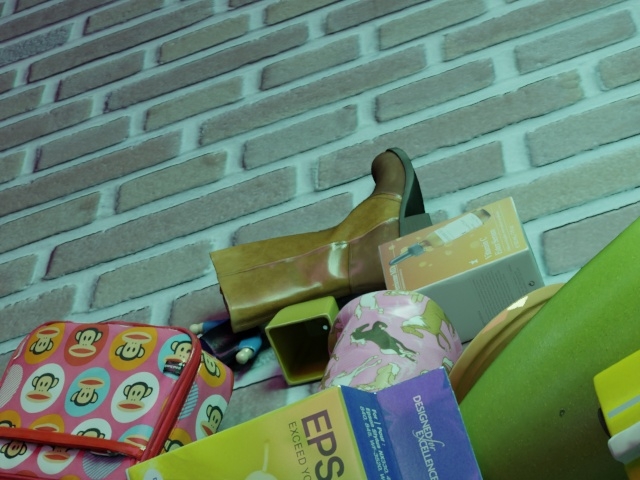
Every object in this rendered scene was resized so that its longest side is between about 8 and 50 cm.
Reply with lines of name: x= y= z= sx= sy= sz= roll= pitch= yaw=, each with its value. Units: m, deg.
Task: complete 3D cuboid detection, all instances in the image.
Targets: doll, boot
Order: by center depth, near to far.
doll: x=-0.130 y=0.134 z=2.154 sx=0.189 sy=0.046 sz=0.129 roll=-34 pitch=31 yaw=-16
boot: x=0.000 y=0.000 z=2.220 sx=0.280 sy=0.096 sz=0.264 roll=-16 pitch=42 yaw=2

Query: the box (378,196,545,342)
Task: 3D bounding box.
box: x=0.166 y=0.042 z=2.035 sx=0.170 sy=0.091 sz=0.130 roll=-21 pitch=29 yaw=6

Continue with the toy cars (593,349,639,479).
toy cars: x=0.248 y=0.261 z=1.406 sx=0.176 sy=0.087 sz=0.394 roll=10 pitch=80 yaw=40

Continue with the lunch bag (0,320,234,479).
lunch bag: x=-0.260 y=0.224 z=2.015 sx=0.293 sy=0.120 sz=0.258 roll=0 pitch=56 yaw=38

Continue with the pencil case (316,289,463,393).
pencil case: x=0.040 y=0.216 z=1.776 sx=0.167 sy=0.160 sz=0.386 roll=-12 pitch=32 yaw=27

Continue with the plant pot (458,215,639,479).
plant pot: x=0.261 y=0.167 z=1.628 sx=0.293 sy=0.275 sz=0.275 roll=-35 pitch=27 yaw=13

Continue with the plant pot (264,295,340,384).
plant pot: x=-0.008 y=0.110 z=2.073 sx=0.081 sy=0.081 sz=0.083 roll=-14 pitch=22 yaw=18

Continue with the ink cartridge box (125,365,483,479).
ink cartridge box: x=0.005 y=0.291 z=1.540 sx=0.307 sy=0.072 sz=0.304 roll=-24 pitch=63 yaw=14

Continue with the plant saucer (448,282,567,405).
plant saucer: x=0.207 y=0.131 z=1.771 sx=0.200 sy=0.200 sz=0.037 roll=-34 pitch=55 yaw=-16
